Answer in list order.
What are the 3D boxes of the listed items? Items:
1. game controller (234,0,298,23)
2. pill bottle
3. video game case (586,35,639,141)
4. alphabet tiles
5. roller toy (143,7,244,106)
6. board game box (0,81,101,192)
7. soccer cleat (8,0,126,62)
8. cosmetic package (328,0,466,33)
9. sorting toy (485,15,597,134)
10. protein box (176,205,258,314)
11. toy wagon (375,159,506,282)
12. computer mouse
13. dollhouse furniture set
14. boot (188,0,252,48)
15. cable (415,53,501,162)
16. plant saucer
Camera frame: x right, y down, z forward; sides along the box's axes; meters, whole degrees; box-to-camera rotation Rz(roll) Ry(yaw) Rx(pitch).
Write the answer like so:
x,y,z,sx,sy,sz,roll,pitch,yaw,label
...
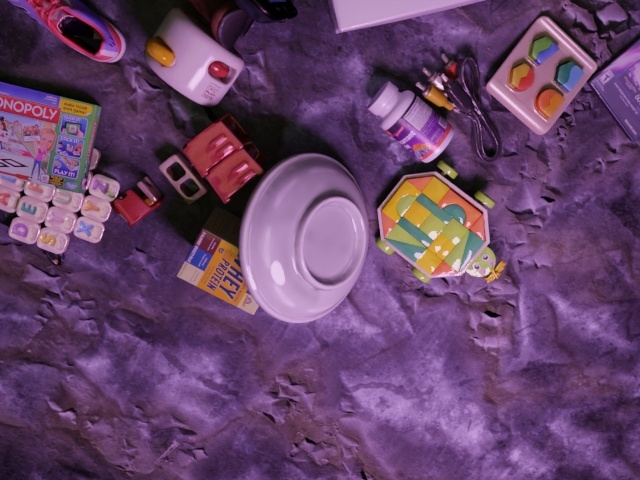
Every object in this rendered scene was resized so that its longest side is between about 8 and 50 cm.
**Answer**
x,y,z,sx,sy,sz,roll,pitch,yaw,label
-0.129,-0.506,1.122,0.166,0.319,0.067,35,114,-8,game controller
0.209,-0.281,1.312,0.193,0.108,0.108,37,104,-11,pill bottle
0.803,-0.399,1.327,0.274,0.026,0.196,-41,104,13,video game case
-0.653,-0.116,1.373,0.277,0.021,0.284,22,97,-8,alphabet tiles
-0.278,-0.392,1.221,0.191,0.209,0.146,35,105,-20,roller toy
-0.700,-0.250,1.316,0.317,0.046,0.214,12,95,-4,board game box
-0.582,-0.506,1.220,0.318,0.116,0.109,35,104,-12,soccer cleat
0.201,-0.553,1.169,0.384,0.217,0.156,-12,109,1,cosmetic package
0.522,-0.384,1.310,0.193,0.038,0.208,37,97,-12,sorting toy
-0.212,0.043,1.364,0.201,0.200,0.136,29,106,-10,protein box
0.314,-0.019,1.392,0.344,0.068,0.267,39,105,4,toy wagon
-0.747,-0.023,1.418,0.071,0.041,0.242,-40,105,10,computer mouse
-0.314,-0.126,1.307,0.374,0.201,0.152,-35,105,9,dollhouse furniture set
-0.274,-0.522,1.145,0.280,0.264,0.096,31,120,-12,boot
0.356,-0.322,1.345,0.139,0.072,0.287,-47,116,-4,cable
0.000,0.000,1.281,0.400,0.100,0.401,-8,102,-43,plant saucer
